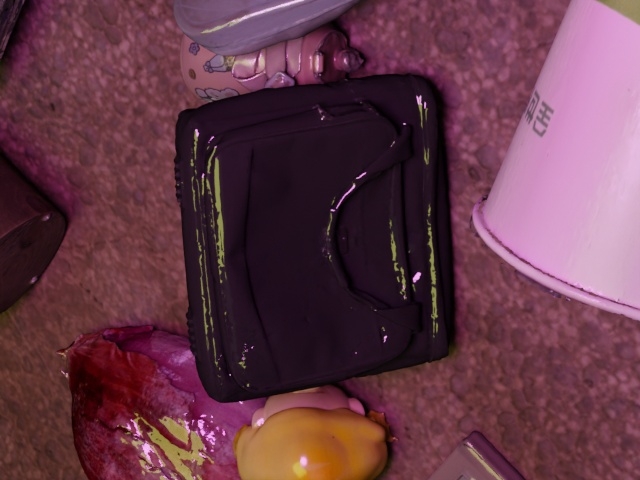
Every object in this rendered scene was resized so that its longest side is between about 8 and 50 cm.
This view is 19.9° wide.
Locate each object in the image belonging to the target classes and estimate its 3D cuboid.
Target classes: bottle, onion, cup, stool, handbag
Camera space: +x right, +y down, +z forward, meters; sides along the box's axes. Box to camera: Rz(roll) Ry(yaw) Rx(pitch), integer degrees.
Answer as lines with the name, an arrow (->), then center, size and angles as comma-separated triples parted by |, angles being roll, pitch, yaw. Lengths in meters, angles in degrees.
bottle -> -0.042, -0.162, 1.612 | 0.152, 0.099, 0.099 | 9, 113, 30
onion -> -0.179, 0.196, 1.828 | 0.283, 0.120, 0.227 | 33, 118, 20
cup -> 0.263, -0.099, 1.351 | 0.253, 0.253, 0.274 | 24, 113, 25
stool -> -0.410, -0.048, 1.851 | 0.264, 0.179, 0.179 | 42, 126, 13
handbag -> 0.000, 0.000, 1.574 | 0.088, 0.244, 0.275 | -146, 49, -65

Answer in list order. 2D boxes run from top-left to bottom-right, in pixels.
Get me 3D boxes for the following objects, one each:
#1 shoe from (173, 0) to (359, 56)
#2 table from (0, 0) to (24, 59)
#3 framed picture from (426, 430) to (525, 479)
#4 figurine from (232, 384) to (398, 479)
shoe -> -0.001, -0.228, 1.548 | 0.251, 0.100, 0.103 | -24, 69, 9
table -> -0.419, -0.312, 1.666 | 0.222, 0.272, 0.335 | 50, 129, 28
framed picture -> 0.139, 0.431, 1.761 | 0.326, 0.028, 0.446 | 45, 126, 11
figurine -> -0.009, 0.162, 1.706 | 0.156, 0.131, 0.246 | -7, 97, 0
